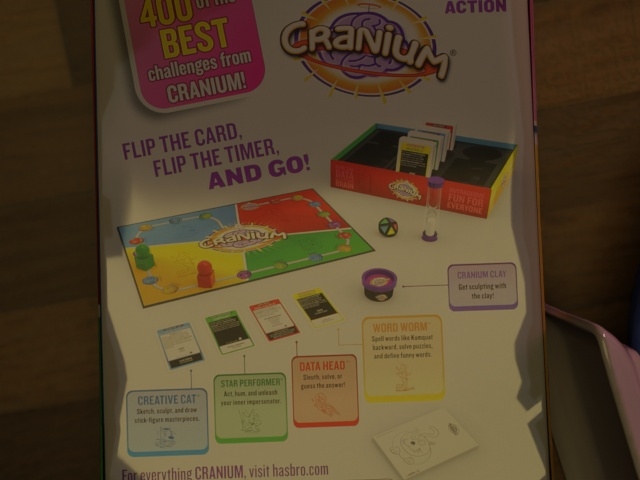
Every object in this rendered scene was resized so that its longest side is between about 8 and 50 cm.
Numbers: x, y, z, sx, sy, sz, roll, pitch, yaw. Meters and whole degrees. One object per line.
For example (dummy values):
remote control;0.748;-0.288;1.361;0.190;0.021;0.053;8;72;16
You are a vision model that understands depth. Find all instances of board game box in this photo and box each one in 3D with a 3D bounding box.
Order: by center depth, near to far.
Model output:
board game box;0.000;0.000;0.638;0.242;0.064;0.316;-1;87;-1

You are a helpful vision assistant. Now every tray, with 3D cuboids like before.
tray;0.178;0.159;0.653;0.030;0.145;0.270;-19;98;-5

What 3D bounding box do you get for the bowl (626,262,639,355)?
bowl;0.368;0.063;0.679;0.391;0.077;0.391;0;97;-2
